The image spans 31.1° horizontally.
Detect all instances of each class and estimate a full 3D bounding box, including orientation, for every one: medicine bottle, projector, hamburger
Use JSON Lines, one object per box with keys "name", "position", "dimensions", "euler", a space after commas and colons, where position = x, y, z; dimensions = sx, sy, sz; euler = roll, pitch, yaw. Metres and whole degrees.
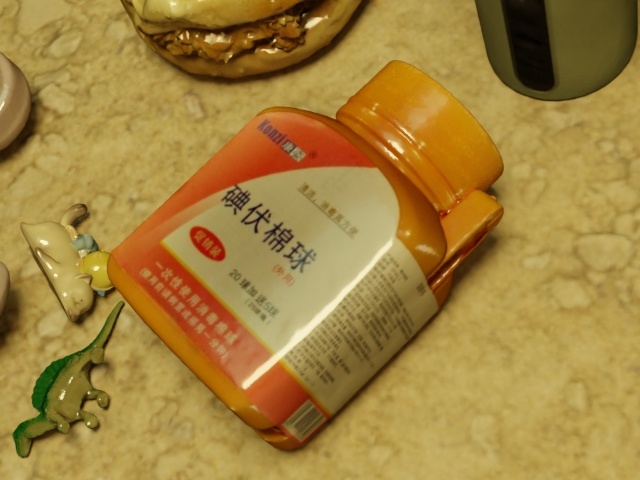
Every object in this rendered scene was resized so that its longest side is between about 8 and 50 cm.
{"name": "medicine bottle", "position": [0.000, 0.000, 0.709], "dimensions": [0.222, 0.112, 0.149], "euler": [-45, 61, -7]}
{"name": "projector", "position": [0.124, -0.201, 0.642], "dimensions": [0.108, 0.337, 0.108], "euler": [-5, 67, 13]}
{"name": "hamburger", "position": [-0.061, -0.218, 0.834], "dimensions": [0.213, 0.108, 0.214], "euler": [-6, 65, 13]}

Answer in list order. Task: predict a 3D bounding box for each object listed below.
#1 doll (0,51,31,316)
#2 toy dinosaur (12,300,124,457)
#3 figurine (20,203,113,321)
{"name": "doll", "position": [-0.286, -0.019, 0.813], "dimensions": [0.160, 0.094, 0.365], "euler": [-11, 64, 17]}
{"name": "toy dinosaur", "position": [-0.167, 0.089, 0.768], "dimensions": [0.060, 0.029, 0.120], "euler": [2, 62, 36]}
{"name": "figurine", "position": [-0.169, 0.012, 0.795], "dimensions": [0.050, 0.047, 0.083], "euler": [-30, 65, -11]}
